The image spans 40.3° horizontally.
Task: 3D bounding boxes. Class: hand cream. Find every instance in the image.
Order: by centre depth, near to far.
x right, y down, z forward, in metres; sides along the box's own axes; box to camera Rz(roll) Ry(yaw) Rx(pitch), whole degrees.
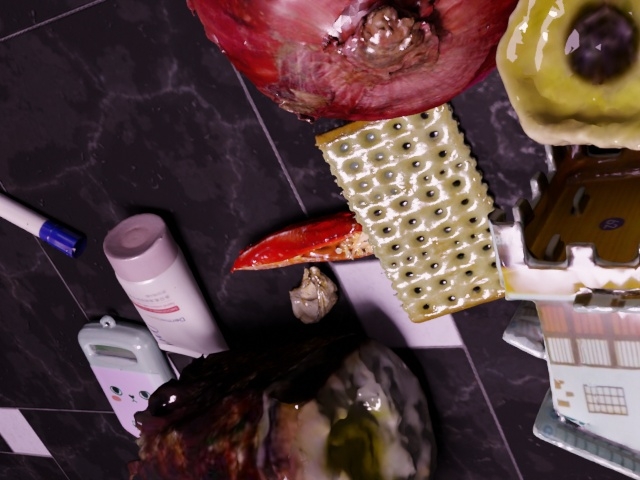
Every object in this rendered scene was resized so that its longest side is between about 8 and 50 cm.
[{"bbox_3d":[-0.200,0.079,1.134,0.133,0.083,0.248,10,139,30],"label":"hand cream"}]

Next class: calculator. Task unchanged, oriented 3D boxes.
[{"bbox_3d":[-0.274,0.210,1.305,0.141,0.045,0.246,3,125,31],"label":"calculator"}]

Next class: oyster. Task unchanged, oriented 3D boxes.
[{"bbox_3d":[-0.009,0.058,1.024,0.083,0.038,0.081,16,126,58],"label":"oyster"}]

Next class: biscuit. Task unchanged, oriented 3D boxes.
[{"bbox_3d":[0.101,-0.025,0.854,0.139,0.016,0.231,-20,114,19],"label":"biscuit"}]

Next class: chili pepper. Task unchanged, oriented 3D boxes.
[{"bbox_3d":[0.000,0.000,0.950,0.268,0.051,0.059,-12,159,39],"label":"chili pepper"}]

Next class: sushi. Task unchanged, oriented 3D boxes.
[{"bbox_3d":[-0.037,0.268,1.016,0.294,0.281,0.300,-10,91,36],"label":"sushi"}]

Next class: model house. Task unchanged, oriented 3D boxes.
[{"bbox_3d":[0.240,-0.130,0.548,0.234,0.193,0.175,-38,73,43],"label":"model house"},{"bbox_3d":[0.261,0.031,0.682,0.198,0.224,0.215,1,121,30],"label":"model house"}]

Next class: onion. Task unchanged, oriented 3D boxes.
[{"bbox_3d":[0.035,-0.208,0.613,0.276,0.276,0.276,18,133,21],"label":"onion"}]

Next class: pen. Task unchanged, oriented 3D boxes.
[{"bbox_3d":[-0.441,-0.047,1.215,0.269,0.033,0.033,26,135,13],"label":"pen"}]
